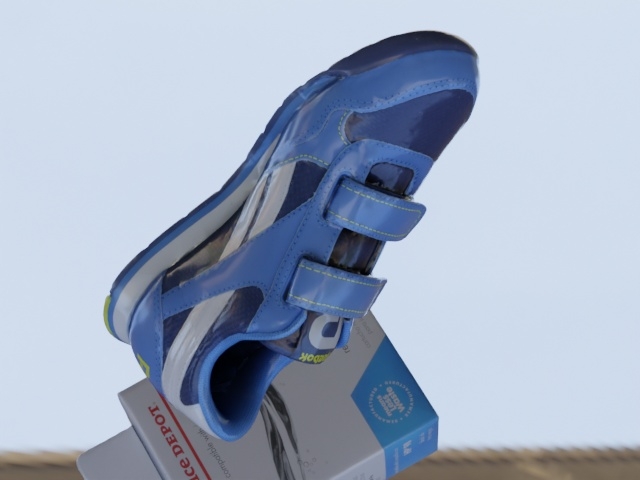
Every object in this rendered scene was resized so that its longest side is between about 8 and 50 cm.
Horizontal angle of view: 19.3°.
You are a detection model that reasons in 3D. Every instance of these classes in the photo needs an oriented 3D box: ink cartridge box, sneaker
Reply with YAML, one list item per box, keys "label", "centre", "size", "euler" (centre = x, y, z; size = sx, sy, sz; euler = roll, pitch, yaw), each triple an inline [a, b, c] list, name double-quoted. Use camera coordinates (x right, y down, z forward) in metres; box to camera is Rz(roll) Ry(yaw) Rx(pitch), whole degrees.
- label: "ink cartridge box"
  centre: [-0.037, 0.108, 1.022]
  size: [0.180, 0.060, 0.104]
  euler: [-29, -110, -10]
- label: "sneaker"
  centre: [0.000, 0.000, 0.547]
  size: [0.053, 0.144, 0.059]
  euler: [15, -145, -49]
